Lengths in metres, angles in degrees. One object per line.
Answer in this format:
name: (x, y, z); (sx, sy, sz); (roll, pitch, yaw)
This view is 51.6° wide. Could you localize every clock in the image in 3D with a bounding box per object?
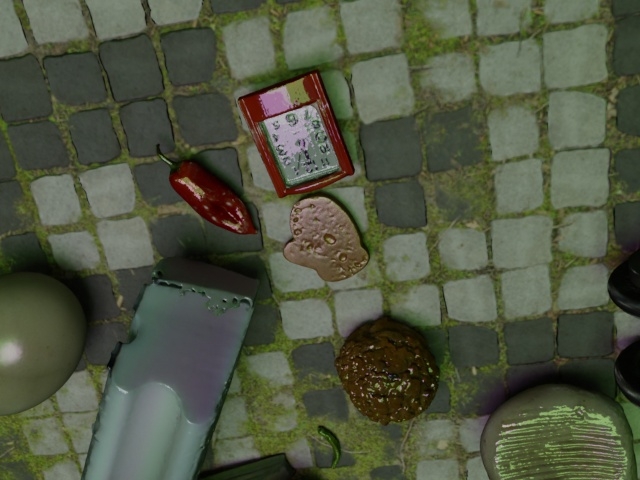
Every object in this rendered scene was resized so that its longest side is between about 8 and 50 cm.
clock: (-0.029, -0.142, 0.893); (0.113, 0.061, 0.155); (-17, 113, 11)

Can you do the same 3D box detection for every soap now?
soap: (-0.228, 0.255, 0.961); (0.156, 0.261, 0.446); (19, 111, -3)

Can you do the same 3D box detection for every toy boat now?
toy boat: (-0.182, 0.449, 1.148); (0.293, 0.055, 0.093); (-24, 111, 14)

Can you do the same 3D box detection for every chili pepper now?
chili pepper: (-0.163, -0.065, 0.938); (0.191, 0.050, 0.059); (41, 93, -19)
chili pepper: (0.017, 0.346, 1.111); (0.030, 0.017, 0.083); (-21, 106, 13)

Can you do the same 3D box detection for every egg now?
egg: (-0.455, 0.158, 0.980); (0.189, 0.188, 0.253); (33, 119, -9)

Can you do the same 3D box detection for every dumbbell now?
dumbbell: (0.491, 0.121, 0.885); (0.192, 0.192, 0.289); (-10, 111, 9)

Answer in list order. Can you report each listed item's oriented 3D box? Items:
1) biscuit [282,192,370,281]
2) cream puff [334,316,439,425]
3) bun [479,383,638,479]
biscuit: (0.000, -0.001, 0.966); (0.118, 0.023, 0.140); (-20, 110, 12)
cream puff: (0.101, 0.202, 0.991); (0.165, 0.115, 0.150); (20, 108, -3)
bun: (0.360, 0.322, 1.007); (0.231, 0.133, 0.231); (0, 89, 11)
